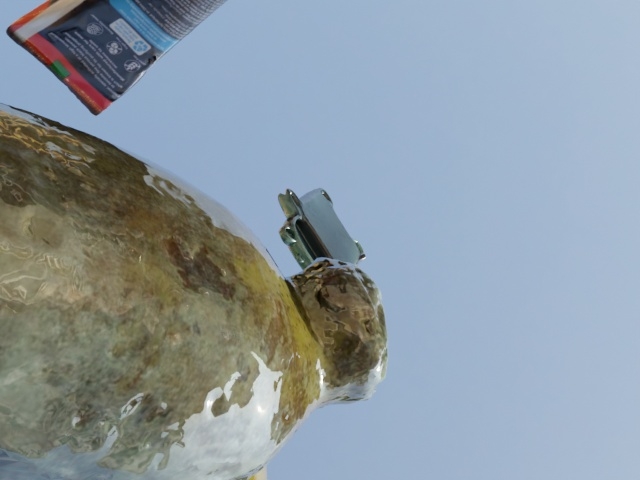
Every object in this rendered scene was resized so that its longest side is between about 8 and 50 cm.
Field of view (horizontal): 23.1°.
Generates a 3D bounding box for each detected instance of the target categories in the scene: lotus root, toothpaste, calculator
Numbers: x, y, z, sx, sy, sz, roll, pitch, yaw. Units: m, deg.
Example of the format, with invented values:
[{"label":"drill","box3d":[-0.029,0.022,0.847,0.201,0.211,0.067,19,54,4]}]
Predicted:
[{"label":"lotus root","box3d":[-0.128,0.034,0.651,0.349,0.175,0.175,16,-134,-26]},{"label":"toothpaste","box3d":[-0.071,-0.141,0.806,0.193,0.071,0.045,-35,-147,20]},{"label":"calculator","box3d":[0.000,0.000,1.191,0.019,0.141,0.094,-32,-88,16]}]

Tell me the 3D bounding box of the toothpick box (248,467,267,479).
[{"label":"toothpick box","box3d":[-0.120,0.171,1.078,0.175,0.175,0.271,-5,-108,-7]}]
